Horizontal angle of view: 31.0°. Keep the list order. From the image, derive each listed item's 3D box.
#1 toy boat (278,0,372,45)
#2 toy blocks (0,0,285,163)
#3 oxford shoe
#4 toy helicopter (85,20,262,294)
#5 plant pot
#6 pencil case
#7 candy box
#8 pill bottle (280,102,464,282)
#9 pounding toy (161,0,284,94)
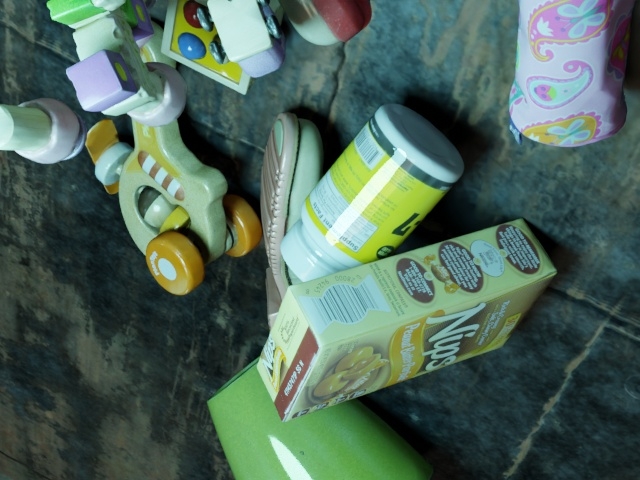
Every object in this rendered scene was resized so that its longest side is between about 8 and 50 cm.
[{"bbox_3d":[0.006,-0.311,1.096,0.151,0.151,0.231,-25,122,14],"label":"toy boat"},{"bbox_3d":[-0.192,-0.247,1.133,0.309,0.260,0.288,-20,88,12],"label":"toy blocks"},{"bbox_3d":[0.000,0.000,1.469,0.147,0.140,0.397,-4,135,-3],"label":"oxford shoe"},{"bbox_3d":[-0.216,-0.118,1.475,0.235,0.140,0.355,22,132,34],"label":"toy helicopter"},{"bbox_3d":[-0.029,0.314,1.734,0.293,0.275,0.275,51,141,0],"label":"plant pot"},{"bbox_3d":[0.229,-0.216,1.042,0.124,0.124,0.284,16,142,19],"label":"pencil case"},{"bbox_3d":[0.098,0.091,1.336,0.087,0.316,0.183,62,152,25],"label":"candy box"},{"bbox_3d":[0.053,-0.041,1.295,0.119,0.119,0.208,37,115,-7],"label":"pill bottle"},{"bbox_3d":[-0.097,-0.231,1.262,0.141,0.100,0.130,28,143,5],"label":"pounding toy"}]
